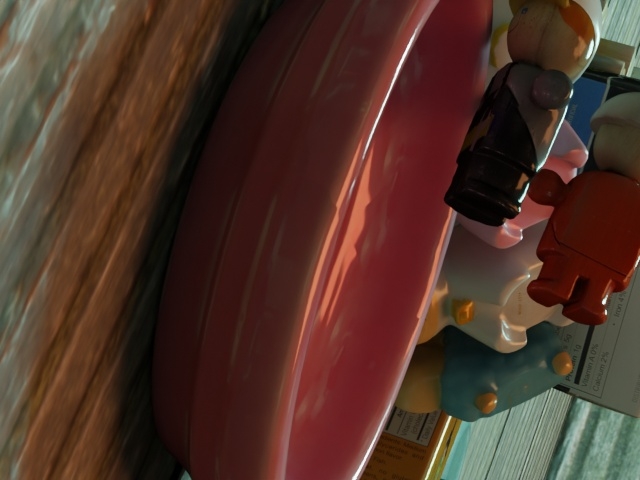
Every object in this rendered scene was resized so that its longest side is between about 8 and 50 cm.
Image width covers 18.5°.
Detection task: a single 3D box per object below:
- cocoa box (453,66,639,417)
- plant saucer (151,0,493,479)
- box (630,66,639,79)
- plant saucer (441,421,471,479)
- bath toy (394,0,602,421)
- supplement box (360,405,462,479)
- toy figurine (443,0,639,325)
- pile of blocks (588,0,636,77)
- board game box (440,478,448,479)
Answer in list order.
[{"bbox_3d":[0.242,-0.008,1.535,0.347,0.228,0.231,4,104,-60],"label":"cocoa box"},{"bbox_3d":[0.000,0.000,1.001,0.332,0.084,0.332,18,90,-78],"label":"plant saucer"},{"bbox_3d":[0.297,-0.061,2.204,0.113,0.094,0.275,-44,149,-66],"label":"box"},{"bbox_3d":[0.113,0.224,1.914,0.195,0.037,0.195,16,90,-78],"label":"plant saucer"},{"bbox_3d":[0.091,-0.042,1.259,0.151,0.129,0.348,-18,134,-21],"label":"bath toy"},{"bbox_3d":[0.045,0.179,1.459,0.078,0.080,0.233,93,20,-51],"label":"supplement box"},{"bbox_3d":[0.195,-0.039,1.075,0.209,0.213,0.148,42,68,-49],"label":"toy figurine"},{"bbox_3d":[0.240,-0.137,1.807,0.362,0.113,0.149,-59,162,-48],"label":"pile of blocks"},{"bbox_3d":[0.091,0.278,1.807,0.126,0.026,0.186,-65,157,-1],"label":"board game box"}]
